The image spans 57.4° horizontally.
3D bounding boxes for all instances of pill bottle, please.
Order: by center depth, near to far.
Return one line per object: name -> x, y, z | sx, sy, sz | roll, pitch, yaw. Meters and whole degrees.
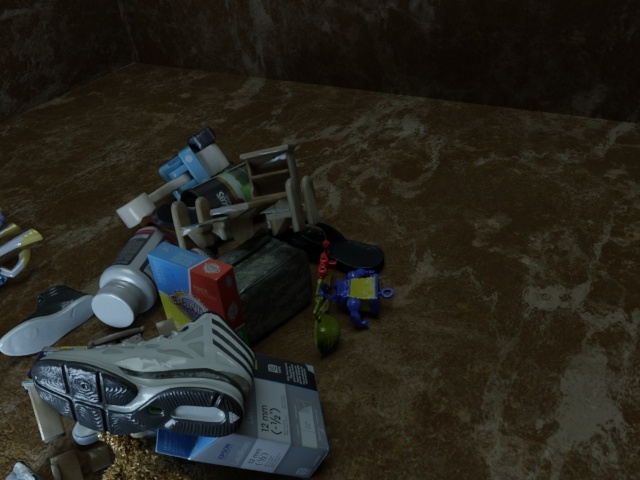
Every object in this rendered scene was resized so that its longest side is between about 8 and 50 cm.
pill bottle -> -0.562, 0.111, 1.795 | 0.176, 0.176, 0.318 | 3, 35, 12

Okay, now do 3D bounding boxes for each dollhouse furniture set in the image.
dollhouse furniture set -> -0.457, 0.356, 1.345 | 0.356, 0.174, 0.303 | -16, 76, -27
dollhouse furniture set -> -0.195, -0.147, 1.751 | 0.362, 0.256, 0.394 | -9, 6, 19

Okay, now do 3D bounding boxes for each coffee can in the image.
coffee can -> -0.333, -0.144, 2.106 | 0.202, 0.201, 0.275 | 27, 46, 37

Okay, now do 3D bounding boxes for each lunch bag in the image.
lunch bag -> -0.213, 0.123, 1.706 | 0.256, 0.212, 0.305 | 23, 45, 38

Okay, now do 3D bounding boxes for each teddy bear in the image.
teddy bear -> -0.346, 0.490, 1.211 | 0.245, 0.113, 0.338 | -1, 57, -10

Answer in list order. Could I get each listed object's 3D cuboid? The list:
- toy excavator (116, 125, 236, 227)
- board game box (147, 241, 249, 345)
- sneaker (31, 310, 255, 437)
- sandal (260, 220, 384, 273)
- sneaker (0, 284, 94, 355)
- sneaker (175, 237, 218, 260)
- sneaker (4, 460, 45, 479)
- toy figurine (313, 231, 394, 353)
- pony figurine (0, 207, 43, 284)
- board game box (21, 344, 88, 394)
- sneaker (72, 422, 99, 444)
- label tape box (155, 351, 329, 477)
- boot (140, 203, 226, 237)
toy excavator -> -0.542, -0.220, 2.227 | 0.445, 0.222, 0.433 | -35, 16, -4
board game box -> -0.316, 0.175, 1.549 | 0.242, 0.316, 0.064 | 16, 40, 29
sneaker -> -0.353, 0.267, 1.248 | 0.448, 0.169, 0.257 | 7, 29, 6
sandal -> 0.002, -0.001, 1.937 | 0.446, 0.107, 0.167 | 12, 39, 24
sneaker -> -0.826, 0.232, 1.733 | 0.147, 0.104, 0.296 | 19, 36, 33
sneaker -> -0.374, 0.047, 1.911 | 0.112, 0.120, 0.299 | -23, 37, -29
sneaker -> -0.638, 0.553, 1.227 | 0.229, 0.086, 0.132 | -13, 30, 53
toy figurine -> 0.101, 0.148, 1.655 | 0.217, 0.191, 0.362 | 3, 37, 3
pony figurine -> -1.147, 0.047, 1.896 | 0.351, 0.303, 0.363 | 33, 60, 8
board game box -> -0.692, 0.350, 1.586 | 0.170, 0.048, 0.141 | -2, 33, 6
sneaker -> -0.515, 0.391, 1.463 | 0.094, 0.091, 0.258 | 16, 40, 28
label tape box -> -0.171, 0.367, 1.303 | 0.348, 0.115, 0.249 | 20, 29, -21
boot -> -0.445, -0.047, 1.944 | 0.264, 0.096, 0.280 | 4, -8, -25
